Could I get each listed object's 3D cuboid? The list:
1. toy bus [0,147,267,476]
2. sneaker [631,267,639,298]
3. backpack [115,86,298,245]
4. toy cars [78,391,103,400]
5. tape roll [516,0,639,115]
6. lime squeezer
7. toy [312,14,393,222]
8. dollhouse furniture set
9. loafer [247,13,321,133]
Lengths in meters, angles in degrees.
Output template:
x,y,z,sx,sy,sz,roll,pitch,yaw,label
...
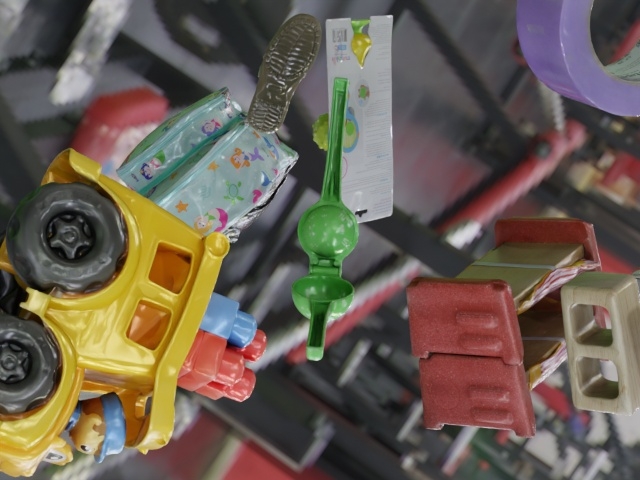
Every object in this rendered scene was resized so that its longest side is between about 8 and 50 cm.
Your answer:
x,y,z,sx,sy,sz,roll,pitch,yaw,label
-0.145,0.079,1.119,0.149,0.211,0.220,-31,-144,64,toy bus
0.396,0.132,1.814,0.093,0.225,0.088,-10,158,-20,sneaker
-0.160,-0.080,2.184,0.225,0.191,0.253,-36,-166,20,backpack
-0.319,0.146,1.695,0.176,0.087,0.393,-12,164,-8,toy cars
0.285,-0.216,1.524,0.189,0.189,0.080,-56,-151,0,tape roll
0.000,0.000,1.451,0.110,0.059,0.310,68,23,-49,lime squeezer
0.030,-0.139,1.860,0.137,0.056,0.237,-15,110,-54,toy
0.285,0.083,1.485,0.201,0.374,0.152,-30,115,-49,dollhouse furniture set
-0.043,-0.192,1.805,0.148,0.056,0.050,-61,-167,24,loafer
